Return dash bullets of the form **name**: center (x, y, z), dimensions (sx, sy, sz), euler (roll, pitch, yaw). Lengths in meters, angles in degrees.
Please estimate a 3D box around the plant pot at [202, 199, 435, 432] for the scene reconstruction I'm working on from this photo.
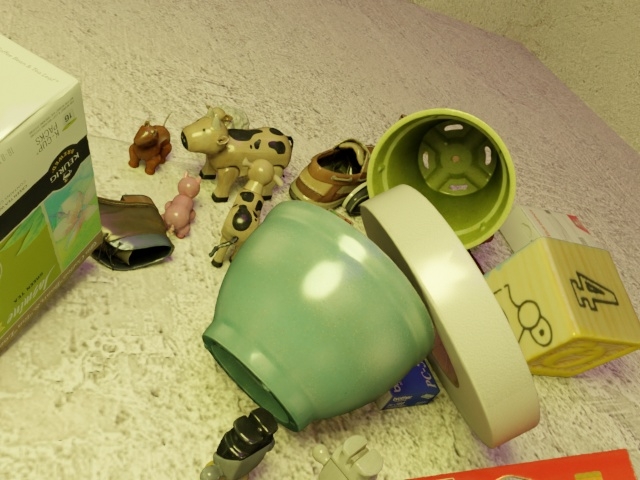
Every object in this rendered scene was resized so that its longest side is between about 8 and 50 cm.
- **plant pot**: center (-0.028, 0.120, 0.727), dimensions (0.293, 0.293, 0.196), euler (41, 65, 14)

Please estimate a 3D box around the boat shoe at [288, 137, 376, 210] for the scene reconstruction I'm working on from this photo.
- **boat shoe**: center (0.065, -0.157, 1.205), dimensions (0.123, 0.120, 0.324), euler (40, 38, 12)

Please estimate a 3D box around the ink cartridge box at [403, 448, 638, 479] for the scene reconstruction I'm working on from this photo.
- **ink cartridge box**: center (0.216, 0.350, 0.604), dimensions (0.066, 0.296, 0.261), euler (59, 24, -31)

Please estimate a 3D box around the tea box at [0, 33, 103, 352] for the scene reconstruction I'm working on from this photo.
- **tea box**: center (-0.440, -0.078, 0.574), dimensions (0.329, 0.323, 0.220), euler (30, 59, 2)

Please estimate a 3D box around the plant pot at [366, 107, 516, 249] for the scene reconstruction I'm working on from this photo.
- **plant pot**: center (0.264, -0.146, 1.131), dimensions (0.276, 0.276, 0.254), euler (35, 29, 7)

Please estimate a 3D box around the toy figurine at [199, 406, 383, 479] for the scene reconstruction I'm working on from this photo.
- **toy figurine**: center (-0.037, 0.310, 0.591), dimensions (0.213, 0.148, 0.209), euler (17, 33, -13)

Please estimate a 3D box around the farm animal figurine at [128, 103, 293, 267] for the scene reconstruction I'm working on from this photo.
- **farm animal figurine**: center (-0.165, -0.140, 0.989), dimensions (0.330, 0.172, 0.327), euler (44, 39, 17)

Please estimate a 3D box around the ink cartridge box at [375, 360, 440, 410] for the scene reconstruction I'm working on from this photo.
- **ink cartridge box**: center (0.107, 0.174, 0.913), dimensions (0.097, 0.046, 0.207), euler (3, 45, -30)

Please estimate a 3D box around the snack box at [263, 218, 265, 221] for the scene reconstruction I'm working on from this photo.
- **snack box**: center (-0.037, 0.022, 1.012), dimensions (0.064, 0.022, 0.178), euler (-10, 52, -41)

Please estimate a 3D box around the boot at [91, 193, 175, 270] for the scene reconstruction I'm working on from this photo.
- **boot**: center (-0.322, -0.007, 0.807), dimensions (0.219, 0.082, 0.106), euler (-15, 54, -42)

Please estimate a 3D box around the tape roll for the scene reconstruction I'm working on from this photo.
- **tape roll**: center (0.174, 0.103, 0.802), dimensions (0.072, 0.392, 0.392), euler (-26, 54, -1)

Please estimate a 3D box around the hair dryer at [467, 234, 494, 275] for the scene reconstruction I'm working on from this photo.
- **hair dryer**: center (0.306, 0.041, 1.198), dimensions (0.223, 0.080, 0.293), euler (45, 46, 0)

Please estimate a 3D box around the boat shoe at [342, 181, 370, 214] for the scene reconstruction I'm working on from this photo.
- **boat shoe**: center (0.146, -0.086, 1.208), dimensions (0.233, 0.084, 0.079), euler (-8, 50, -43)

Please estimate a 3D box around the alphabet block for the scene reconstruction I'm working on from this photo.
- **alphabet block**: center (0.445, 0.131, 1.038), dimensions (0.194, 0.192, 0.197), euler (8, 57, -23)

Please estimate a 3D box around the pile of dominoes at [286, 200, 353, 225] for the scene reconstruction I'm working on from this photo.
- **pile of dominoes**: center (0.000, 0.000, 0.989), dimensions (0.196, 0.040, 0.251), euler (33, 22, -1)

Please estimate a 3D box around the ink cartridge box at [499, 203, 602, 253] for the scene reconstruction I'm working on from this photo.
- **ink cartridge box**: center (0.583, 0.004, 1.388), dimensions (0.218, 0.092, 0.158), euler (10, 41, -27)

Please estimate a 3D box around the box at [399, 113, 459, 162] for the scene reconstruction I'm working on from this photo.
- **box**: center (0.335, -0.293, 1.624), dimensions (0.201, 0.021, 0.164), euler (17, 39, -17)
